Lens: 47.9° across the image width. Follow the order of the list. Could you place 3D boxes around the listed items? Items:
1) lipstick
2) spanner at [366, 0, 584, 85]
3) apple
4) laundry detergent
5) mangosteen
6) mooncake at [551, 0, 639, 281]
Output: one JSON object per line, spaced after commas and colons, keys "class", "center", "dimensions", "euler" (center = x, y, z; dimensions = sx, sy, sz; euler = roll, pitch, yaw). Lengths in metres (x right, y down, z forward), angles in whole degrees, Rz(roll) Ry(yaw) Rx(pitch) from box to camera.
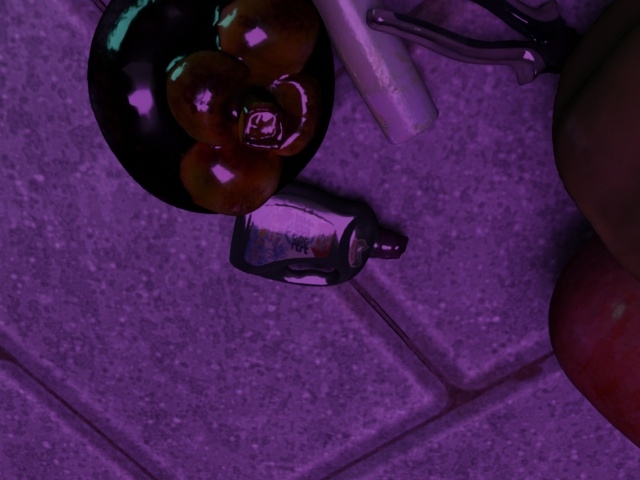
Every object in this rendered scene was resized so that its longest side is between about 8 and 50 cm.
{"class": "lipstick", "center": [0.034, -0.251, 0.793], "dimensions": [0.076, 0.076, 0.304], "euler": [-27, 113, 17]}
{"class": "spanner", "center": [0.208, -0.225, 0.787], "dimensions": [0.325, 0.040, 0.095], "euler": [13, 92, -15]}
{"class": "apple", "center": [0.439, 0.105, 0.814], "dimensions": [0.345, 0.345, 0.269], "euler": [36, 108, -13]}
{"class": "laundry detergent", "center": [0.000, 0.000, 0.928], "dimensions": [0.222, 0.078, 0.144], "euler": [13, 120, -5]}
{"class": "mangosteen", "center": [-0.097, -0.150, 0.729], "dimensions": [0.275, 0.302, 0.275], "euler": [-10, 118, -20]}
{"class": "mooncake", "center": [0.418, -0.118, 0.657], "dimensions": [0.378, 0.378, 0.201], "euler": [14, 151, -3]}
